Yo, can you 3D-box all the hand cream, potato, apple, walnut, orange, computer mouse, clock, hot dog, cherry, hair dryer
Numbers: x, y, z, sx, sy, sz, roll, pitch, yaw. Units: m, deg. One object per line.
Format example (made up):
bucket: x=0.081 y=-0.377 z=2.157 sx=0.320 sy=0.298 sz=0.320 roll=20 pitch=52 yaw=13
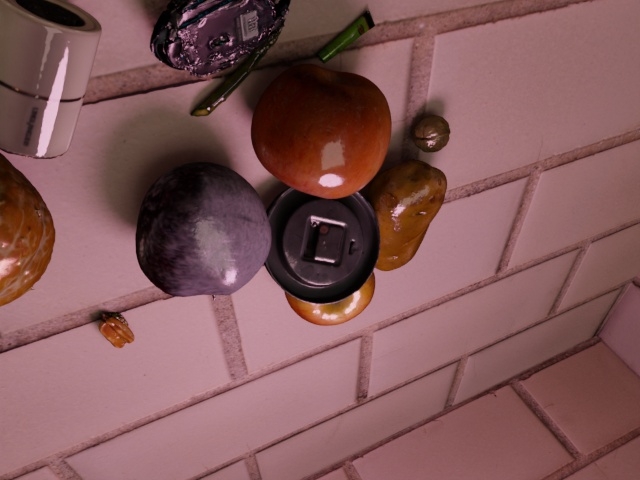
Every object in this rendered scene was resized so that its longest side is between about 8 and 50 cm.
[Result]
hand cream: x=0.047 y=-0.372 z=0.952 sx=0.122 sy=0.023 sz=0.036 roll=-39 pitch=140 yaw=0
potato: x=0.194 y=-0.054 z=1.283 sx=0.177 sy=0.195 sz=0.369 roll=18 pitch=140 yaw=8
apple: x=0.006 y=-0.204 z=0.940 sx=0.254 sy=0.253 sz=0.253 roll=-19 pitch=138 yaw=-18
walnut: x=0.255 y=-0.243 z=1.180 sx=0.092 sy=0.092 sz=0.092 roll=-19 pitch=138 yaw=-18
orange: x=-0.539 y=-0.020 z=0.698 sx=0.329 sy=0.249 sz=0.329 roll=-2 pitch=171 yaw=0
computer mouse: x=-0.155 y=-0.344 z=0.795 sx=0.242 sy=0.077 sz=0.146 roll=-27 pitch=160 yaw=-16
apple: x=0.017 y=0.103 z=1.295 sx=0.235 sy=0.173 sz=0.210 roll=32 pitch=104 yaw=-36
clock: x=0.000 y=0.000 z=1.146 sx=0.281 sy=0.055 sz=0.280 roll=-1 pitch=92 yaw=-21
hot dog: x=-0.462 y=0.201 z=1.172 sx=0.056 sy=0.041 sz=0.133 roll=-24 pitch=147 yaw=-11
cherry: x=-0.219 y=-0.010 z=0.981 sx=0.255 sy=0.218 sz=0.296 roll=-8 pitch=130 yaw=-18
hair dryer: x=-0.490 y=-0.247 z=0.652 sx=0.362 sy=0.128 sz=0.203 roll=12 pitch=123 yaw=-32

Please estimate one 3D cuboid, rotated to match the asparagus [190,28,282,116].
asparagus: x=-0.140 y=-0.294 z=0.899 sx=0.236 sy=0.027 sz=0.034 roll=-44 pitch=150 yaw=12
